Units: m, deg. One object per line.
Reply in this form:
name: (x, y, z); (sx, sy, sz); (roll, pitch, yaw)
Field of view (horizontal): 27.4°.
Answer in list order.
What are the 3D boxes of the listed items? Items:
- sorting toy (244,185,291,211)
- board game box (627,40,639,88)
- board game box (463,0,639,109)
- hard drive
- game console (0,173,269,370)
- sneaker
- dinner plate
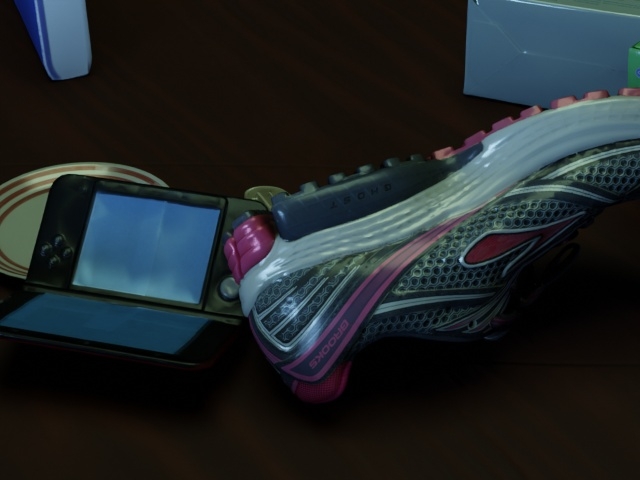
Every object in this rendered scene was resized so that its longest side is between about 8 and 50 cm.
sorting toy: (0.000, 0.000, 0.836); (0.075, 0.045, 0.083); (-9, 34, -23)
board game box: (0.382, -0.107, 0.802); (0.317, 0.046, 0.213); (24, 47, 34)
board game box: (0.271, -0.207, 1.076); (0.224, 0.097, 0.303); (14, 39, 20)
hard drive: (-0.262, -0.302, 1.136); (0.040, 0.210, 0.318); (-13, 36, -17)
game console: (-0.113, 0.014, 0.766); (0.144, 0.085, 0.124); (9, 74, 10)
sneaker: (0.100, -0.002, 0.747); (0.299, 0.121, 0.112); (-20, 81, -2)
dinner plate: (-0.164, -0.010, 0.877); (0.141, 0.017, 0.141); (-2, 34, 1)
